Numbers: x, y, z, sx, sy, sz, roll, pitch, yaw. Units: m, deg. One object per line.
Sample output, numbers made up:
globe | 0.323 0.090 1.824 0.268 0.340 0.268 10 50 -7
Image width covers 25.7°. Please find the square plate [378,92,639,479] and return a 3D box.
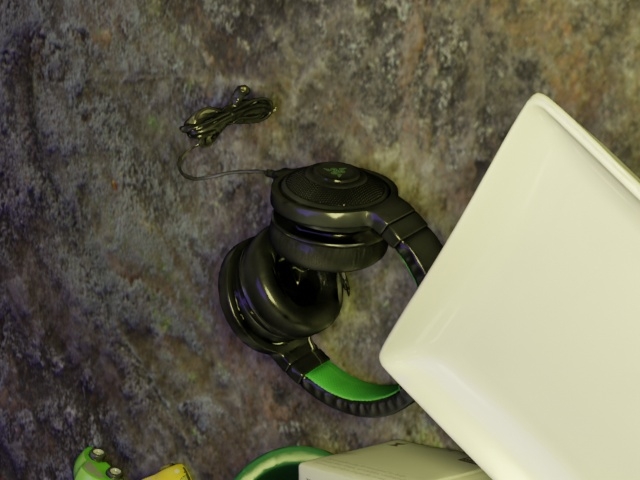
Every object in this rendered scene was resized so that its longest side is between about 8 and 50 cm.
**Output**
square plate | 0.232 0.106 1.132 0.344 0.049 0.347 44 137 18

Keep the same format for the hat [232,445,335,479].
hat | -0.027 0.326 1.594 0.208 0.183 0.173 31 78 10

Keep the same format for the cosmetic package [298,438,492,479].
cosmetic package | 0.081 0.307 1.389 0.151 0.151 0.184 4 97 46

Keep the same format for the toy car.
toy car | -0.266 0.352 1.834 0.225 0.053 0.239 36 119 38

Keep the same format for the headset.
headset | 0.000 0.000 1.484 0.394 0.185 0.243 46 131 14
